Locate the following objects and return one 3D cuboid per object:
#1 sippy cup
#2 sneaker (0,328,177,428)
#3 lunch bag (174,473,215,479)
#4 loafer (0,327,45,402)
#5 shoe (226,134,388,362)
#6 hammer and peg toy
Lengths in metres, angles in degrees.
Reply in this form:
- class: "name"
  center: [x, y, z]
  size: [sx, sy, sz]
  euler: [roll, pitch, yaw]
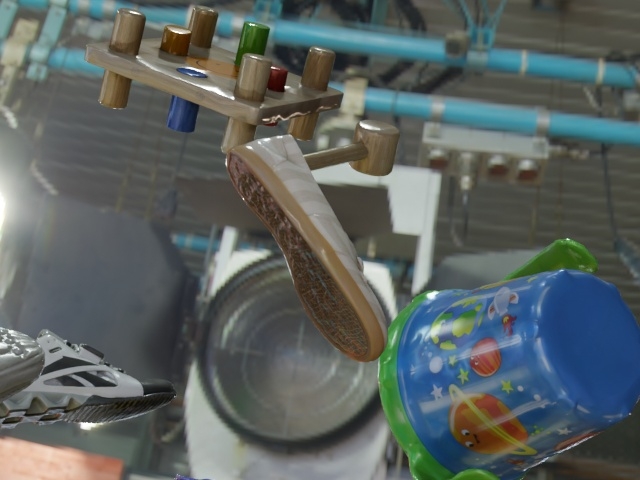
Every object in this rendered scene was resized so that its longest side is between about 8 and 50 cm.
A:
- class: "sippy cup"
  center: [0.219, 0.138, 1.349]
  size: [0.240, 0.305, 0.224]
  euler: [8, -24, -34]
- class: "sneaker"
  center: [-0.375, 0.202, 1.909]
  size: [0.331, 0.146, 0.122]
  euler: [4, -27, -32]
- class: "lunch bag"
  center: [-0.248, 0.606, 2.260]
  size: [0.239, 0.328, 0.385]
  euler: [47, -20, -15]
- class: "loafer"
  center: [-0.440, 0.174, 1.314]
  size: [0.320, 0.112, 0.111]
  euler: [-15, -53, -37]
- class: "shoe"
  center: [0.000, 0.000, 1.026]
  size: [0.058, 0.219, 0.076]
  euler: [-22, -22, -27]
- class: "hammer and peg toy"
  center: [-0.084, -0.189, 1.567]
  size: [0.361, 0.266, 0.127]
  euler: [23, -71, 20]
